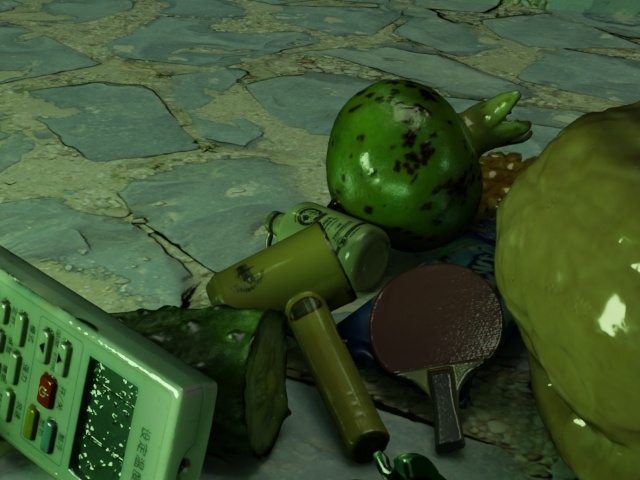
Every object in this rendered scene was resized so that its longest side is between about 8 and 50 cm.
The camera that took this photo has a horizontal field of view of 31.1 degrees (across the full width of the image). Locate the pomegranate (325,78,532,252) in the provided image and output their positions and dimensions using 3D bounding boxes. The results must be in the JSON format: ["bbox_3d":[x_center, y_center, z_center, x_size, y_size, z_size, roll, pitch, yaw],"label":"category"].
[{"bbox_3d":[0.123,-0.099,1.373,0.263,0.211,0.211,-26,27,-2],"label":"pomegranate"}]

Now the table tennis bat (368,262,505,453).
[{"bbox_3d":[0.112,0.104,1.085,0.130,0.019,0.220,-11,45,9],"label":"table tennis bat"}]

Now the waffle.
[{"bbox_3d":[0.286,-0.052,1.515,0.302,0.068,0.325,-1,23,-13],"label":"waffle"}]

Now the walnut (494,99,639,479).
[{"bbox_3d":[0.330,0.051,0.979,0.383,0.383,0.383,3,23,-1],"label":"walnut"}]

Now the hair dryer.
[{"bbox_3d":[-0.012,0.103,1.087,0.135,0.090,0.279,-26,41,-2],"label":"hair dryer"}]

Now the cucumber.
[{"bbox_3d":[-0.152,0.111,1.001,0.244,0.134,0.134,6,23,13],"label":"cucumber"}]

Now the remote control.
[{"bbox_3d":[-0.226,0.108,0.947,0.344,0.145,0.050,25,20,34],"label":"remote control"}]

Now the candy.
[{"bbox_3d":[0.162,0.064,1.217,0.187,0.077,0.331,20,33,35],"label":"candy"}]

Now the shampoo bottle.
[{"bbox_3d":[0.000,0.000,1.335,0.162,0.079,0.079,23,30,37],"label":"shampoo bottle"}]

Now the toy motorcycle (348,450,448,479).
[{"bbox_3d":[0.033,0.233,0.749,0.274,0.125,0.187,-22,20,-36],"label":"toy motorcycle"}]
